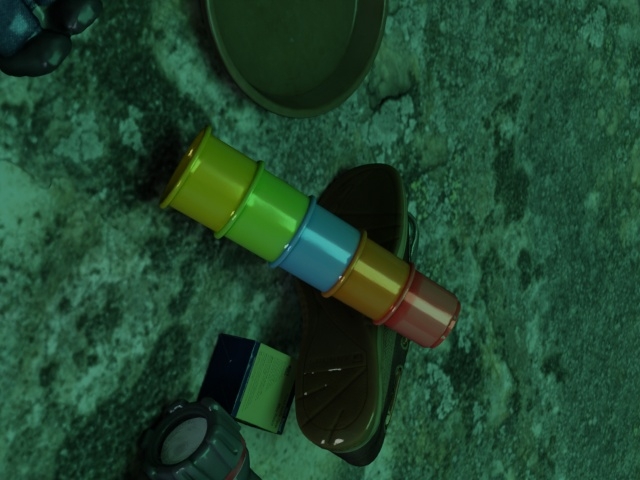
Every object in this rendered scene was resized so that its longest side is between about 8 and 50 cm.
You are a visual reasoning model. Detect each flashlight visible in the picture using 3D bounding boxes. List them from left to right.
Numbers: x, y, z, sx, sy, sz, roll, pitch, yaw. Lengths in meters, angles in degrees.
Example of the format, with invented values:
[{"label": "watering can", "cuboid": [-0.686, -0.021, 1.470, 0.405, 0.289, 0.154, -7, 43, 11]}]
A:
[{"label": "flashlight", "cuboid": [-0.065, 0.288, 1.319, 0.304, 0.103, 0.103, 52, 39, -33]}]

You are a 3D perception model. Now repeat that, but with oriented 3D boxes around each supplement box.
[{"label": "supplement box", "cuboid": [-0.073, 0.153, 1.331, 0.083, 0.056, 0.083, 30, 74, -45]}]

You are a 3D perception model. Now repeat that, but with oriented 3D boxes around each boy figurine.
[{"label": "boy figurine", "cuboid": [-0.296, -0.271, 1.014, 0.177, 0.092, 0.285, -55, 134, -23]}]

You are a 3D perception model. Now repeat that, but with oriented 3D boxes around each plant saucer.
[{"label": "plant saucer", "cuboid": [-0.030, -0.269, 1.332, 0.278, 0.041, 0.278, -8, 101, -47]}]

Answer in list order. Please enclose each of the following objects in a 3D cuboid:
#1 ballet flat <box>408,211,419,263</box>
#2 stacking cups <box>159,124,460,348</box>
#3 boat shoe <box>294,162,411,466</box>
[{"label": "ballet flat", "cuboid": [0.073, 0.069, 1.472, 0.068, 0.072, 0.213, 41, 65, -75]}, {"label": "stacking cups", "cuboid": [0.000, 0.000, 1.251, 0.316, 0.096, 0.096, 29, 72, -12]}, {"label": "boat shoe", "cuboid": [0.049, 0.081, 1.384, 0.123, 0.123, 0.342, 49, 39, -53]}]
